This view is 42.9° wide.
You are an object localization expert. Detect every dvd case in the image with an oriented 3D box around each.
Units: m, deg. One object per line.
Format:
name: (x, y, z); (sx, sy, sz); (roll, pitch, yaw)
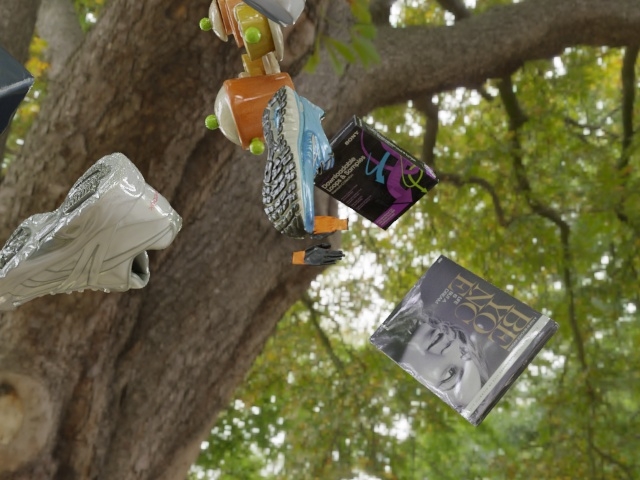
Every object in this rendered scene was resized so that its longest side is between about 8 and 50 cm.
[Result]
dvd case: (0.182, 0.124, 1.083); (0.221, 0.164, 0.018); (35, -9, 49)

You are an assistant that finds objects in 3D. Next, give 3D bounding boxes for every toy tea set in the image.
toy tea set: (-0.122, -0.254, 1.139); (0.124, 0.336, 0.200); (-17, -63, -4)

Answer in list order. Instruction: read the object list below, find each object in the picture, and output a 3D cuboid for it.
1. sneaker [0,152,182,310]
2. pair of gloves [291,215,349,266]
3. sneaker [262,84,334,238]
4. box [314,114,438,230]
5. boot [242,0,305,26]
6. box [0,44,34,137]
sneaker: (-0.223, 0.021, 0.764); (0.232, 0.090, 0.115); (-29, -55, 31)
pair of gloves: (0.000, 0.000, 1.086); (0.074, 0.083, 0.010); (-2, -38, 14)
sneaker: (-0.013, -0.077, 0.811); (0.073, 0.162, 0.063); (13, -27, -30)
box: (0.071, -0.092, 1.159); (0.162, 0.029, 0.116); (31, -58, -26)
boot: (-0.031, -0.267, 0.731); (0.095, 0.123, 0.258); (31, 10, -10)
box: (-0.446, -0.055, 0.564); (0.293, 0.212, 0.395); (45, -57, -4)
